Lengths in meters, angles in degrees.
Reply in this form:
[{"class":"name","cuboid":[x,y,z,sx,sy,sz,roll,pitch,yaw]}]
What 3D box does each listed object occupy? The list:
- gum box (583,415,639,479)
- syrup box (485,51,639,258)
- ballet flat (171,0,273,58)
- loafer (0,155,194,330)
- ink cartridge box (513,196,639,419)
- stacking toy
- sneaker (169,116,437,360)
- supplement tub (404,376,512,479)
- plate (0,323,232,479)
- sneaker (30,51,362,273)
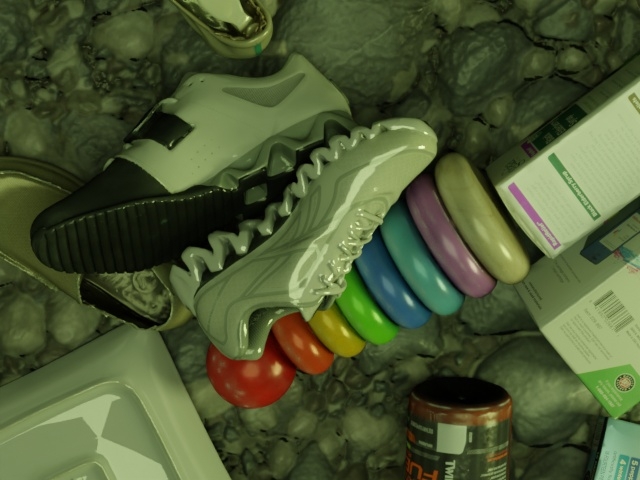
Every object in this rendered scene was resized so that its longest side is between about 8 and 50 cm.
[{"class":"gum box","cuboid":[0.356,0.275,1.753,0.184,0.041,0.157,14,86,-5]},{"class":"syrup box","cuboid":[0.280,-0.094,1.657,0.237,0.093,0.096,-36,101,7]},{"class":"ballet flat","cuboid":[-0.137,-0.268,1.611,0.248,0.086,0.086,44,98,-10]},{"class":"loafer","cuboid":[-0.232,0.004,1.666,0.268,0.092,0.102,26,101,-7]},{"class":"ink cartridge box","cuboid":[0.318,0.045,1.672,0.212,0.093,0.154,-37,122,8]},{"class":"stacking toy","cuboid":[0.031,0.054,1.678,0.330,0.141,0.141,-31,102,12]},{"class":"sneaker","cuboid":[0.000,0.000,1.595,0.292,0.110,0.118,-39,61,16]},{"class":"supplement tub","cuboid":[0.136,0.243,1.726,0.106,0.106,0.198,1,103,-2]},{"class":"plate","cuboid":[-0.234,0.257,1.728,0.278,0.045,0.277,-26,94,6]},{"class":"sneaker","cuboid":[-0.129,-0.078,1.617,0.330,0.122,0.146,-22,64,-18]}]
